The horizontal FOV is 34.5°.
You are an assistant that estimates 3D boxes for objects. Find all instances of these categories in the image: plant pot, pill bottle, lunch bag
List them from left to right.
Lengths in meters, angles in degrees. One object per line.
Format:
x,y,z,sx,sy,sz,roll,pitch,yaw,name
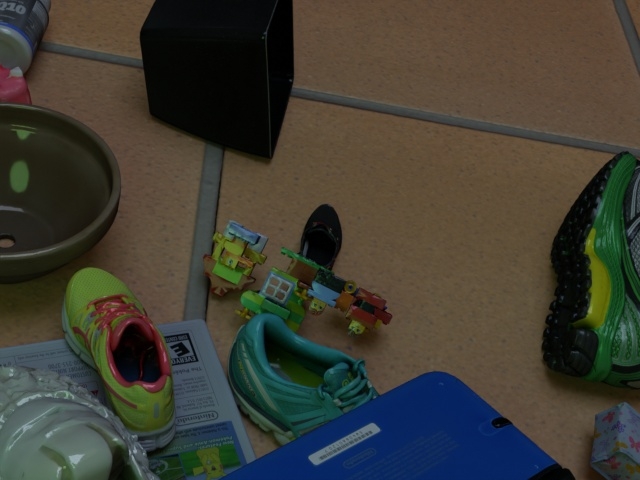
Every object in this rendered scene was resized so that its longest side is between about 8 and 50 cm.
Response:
-0.333,-0.032,1.084,0.237,0.109,0.237,9,43,-9,plant pot
-0.398,-0.279,1.337,0.078,0.078,0.137,10,44,-7,pill bottle
-0.130,-0.239,1.314,0.167,0.187,0.188,6,44,6,plant pot
0.322,0.223,1.065,0.083,0.053,0.071,38,41,-14,lunch bag

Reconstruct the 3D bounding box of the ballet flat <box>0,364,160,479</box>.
-0.161,0.229,0.802,0.147,0.147,0.409,-22,59,-33,ballet flat

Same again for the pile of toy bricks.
-0.035,0.068,1.090,0.212,0.105,0.118,26,1,1,pile of toy bricks

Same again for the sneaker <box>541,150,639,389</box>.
0.359,0.037,1.229,0.146,0.134,0.343,22,52,-5,sneaker

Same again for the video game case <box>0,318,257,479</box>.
-0.219,0.213,0.925,0.329,0.036,0.300,-7,48,-24,video game case

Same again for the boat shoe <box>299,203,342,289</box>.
0.002,0.000,1.203,0.049,0.042,0.133,14,42,-1,boat shoe

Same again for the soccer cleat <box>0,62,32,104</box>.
-0.439,-0.189,1.242,0.248,0.095,0.083,25,38,30,soccer cleat

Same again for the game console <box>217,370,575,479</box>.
0.070,0.287,0.870,0.293,0.173,0.250,-21,43,-31,game console

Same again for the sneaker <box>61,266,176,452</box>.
-0.183,0.090,0.965,0.081,0.094,0.208,-15,51,-28,sneaker

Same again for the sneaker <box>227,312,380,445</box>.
0.023,0.170,0.986,0.275,0.110,0.107,32,46,15,sneaker
